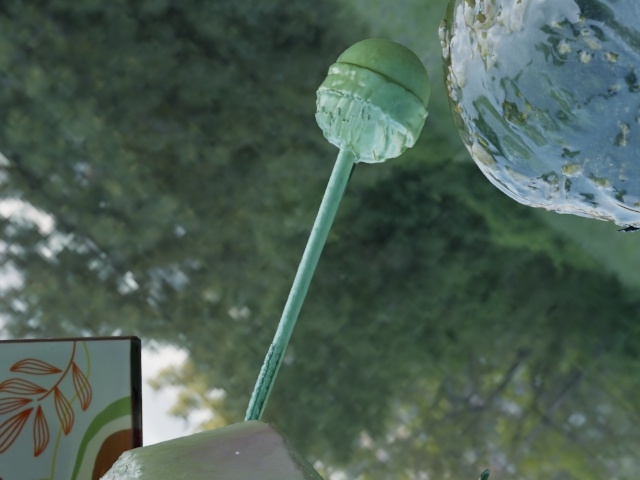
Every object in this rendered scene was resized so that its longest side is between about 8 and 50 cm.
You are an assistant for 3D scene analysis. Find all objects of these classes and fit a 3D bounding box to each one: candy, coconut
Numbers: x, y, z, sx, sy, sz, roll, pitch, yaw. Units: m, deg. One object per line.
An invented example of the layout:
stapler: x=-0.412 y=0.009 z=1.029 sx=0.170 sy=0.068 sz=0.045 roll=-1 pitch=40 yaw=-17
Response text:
candy: x=0.000 y=0.000 z=1.014 sx=0.092 sy=0.335 sz=0.093 roll=21 pitch=178 yaw=-11
coconut: x=-0.055 y=0.187 z=0.794 sx=0.147 sy=0.152 sz=0.147 roll=29 pitch=123 yaw=57

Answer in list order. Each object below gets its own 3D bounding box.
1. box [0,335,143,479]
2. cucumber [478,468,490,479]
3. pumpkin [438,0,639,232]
box: x=-0.349 y=0.259 z=1.107 sx=0.385 sy=0.345 sz=0.122 roll=0 pitch=175 yaw=-25
cucumber: x=0.135 y=0.302 z=1.022 sx=0.056 sy=0.250 sz=0.056 roll=2 pitch=156 yaw=1
pumpkin: x=0.212 y=-0.153 z=0.893 sx=0.257 sy=0.291 sz=0.328 roll=41 pitch=-145 yaw=-3
